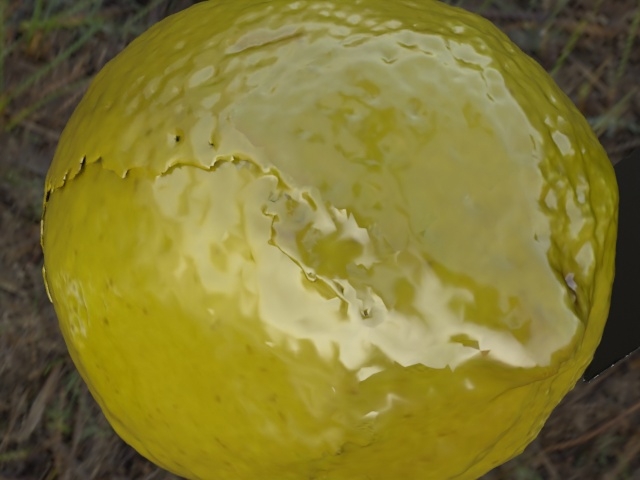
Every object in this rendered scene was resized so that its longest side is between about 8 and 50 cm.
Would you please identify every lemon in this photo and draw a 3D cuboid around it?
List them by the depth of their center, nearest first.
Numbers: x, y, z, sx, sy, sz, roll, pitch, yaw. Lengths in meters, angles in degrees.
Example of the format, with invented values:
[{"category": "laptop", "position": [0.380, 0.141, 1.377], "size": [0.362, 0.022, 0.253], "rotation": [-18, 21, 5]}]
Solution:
[{"category": "lemon", "position": [0.000, 0.000, 0.657], "size": [0.204, 0.260, 0.204], "rotation": [-10, 106, -38]}]

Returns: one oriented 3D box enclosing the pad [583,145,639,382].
[{"category": "pad", "position": [0.199, -0.051, 0.706], "size": [0.004, 0.243, 0.164], "rotation": [39, 35, -16]}]
